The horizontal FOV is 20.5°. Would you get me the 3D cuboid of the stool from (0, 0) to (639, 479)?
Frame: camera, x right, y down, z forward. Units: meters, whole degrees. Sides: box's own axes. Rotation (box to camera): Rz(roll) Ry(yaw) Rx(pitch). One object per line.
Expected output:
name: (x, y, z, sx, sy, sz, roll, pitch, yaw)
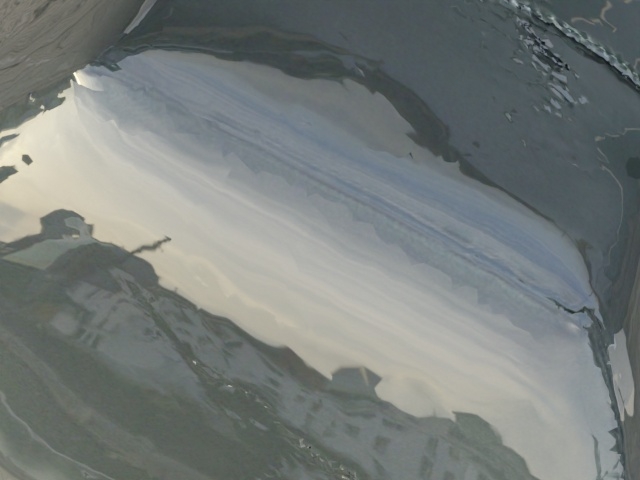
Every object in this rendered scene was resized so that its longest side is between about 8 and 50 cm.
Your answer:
stool: (0.000, 0.000, 0.486, 0.232, 0.141, 0.232, 16, 143, 13)
